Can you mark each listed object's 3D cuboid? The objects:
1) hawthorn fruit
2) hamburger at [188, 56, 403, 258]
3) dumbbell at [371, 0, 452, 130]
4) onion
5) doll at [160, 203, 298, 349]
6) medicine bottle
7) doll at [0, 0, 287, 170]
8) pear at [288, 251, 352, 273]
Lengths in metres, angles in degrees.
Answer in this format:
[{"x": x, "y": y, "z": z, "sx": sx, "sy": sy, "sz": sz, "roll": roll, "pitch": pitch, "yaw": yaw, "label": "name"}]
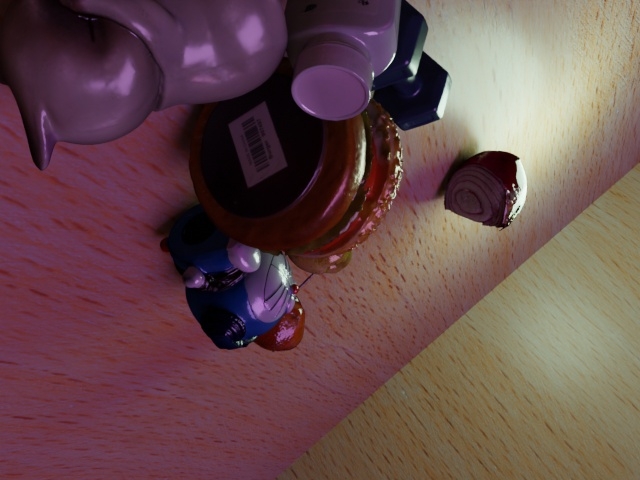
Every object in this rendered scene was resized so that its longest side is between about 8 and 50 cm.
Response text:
[{"x": -0.077, "y": 0.161, "z": 1.495, "sx": 0.285, "sy": 0.165, "sz": 0.165, "roll": -55, "pitch": 148, "yaw": 13, "label": "hawthorn fruit"}, {"x": -0.033, "y": -0.128, "z": 0.969, "sx": 0.330, "sy": 0.330, "sz": 0.250, "roll": -50, "pitch": 156, "yaw": 15, "label": "hamburger"}, {"x": 0.140, "y": -0.313, "z": 1.039, "sx": 0.144, "sy": 0.160, "sz": 0.325, "roll": -47, "pitch": 160, "yaw": 12, "label": "dumbbell"}, {"x": 0.501, "y": -0.164, "z": 1.670, "sx": 0.207, "sy": 0.216, "sz": 0.206, "roll": -23, "pitch": 131, "yaw": -47, "label": "onion"}, {"x": -0.177, "y": 0.070, "z": 1.174, "sx": 0.240, "sy": 0.284, "sz": 0.310, "roll": -7, "pitch": 140, "yaw": 20, "label": "doll"}, {"x": 0.031, "y": -0.318, "z": 0.815, "sx": 0.161, "sy": 0.296, "sz": 0.111, "roll": 2, "pitch": 153, "yaw": 14, "label": "medicine bottle"}, {"x": -0.209, "y": -0.255, "z": 0.715, "sx": 0.371, "sy": 0.215, "sz": 0.226, "roll": -25, "pitch": 163, "yaw": -29, "label": "doll"}, {"x": 0.000, "y": 0.000, "z": 1.341, "sx": 0.178, "sy": 0.178, "sz": 0.178, "roll": -29, "pitch": 148, "yaw": -20, "label": "pear"}]
